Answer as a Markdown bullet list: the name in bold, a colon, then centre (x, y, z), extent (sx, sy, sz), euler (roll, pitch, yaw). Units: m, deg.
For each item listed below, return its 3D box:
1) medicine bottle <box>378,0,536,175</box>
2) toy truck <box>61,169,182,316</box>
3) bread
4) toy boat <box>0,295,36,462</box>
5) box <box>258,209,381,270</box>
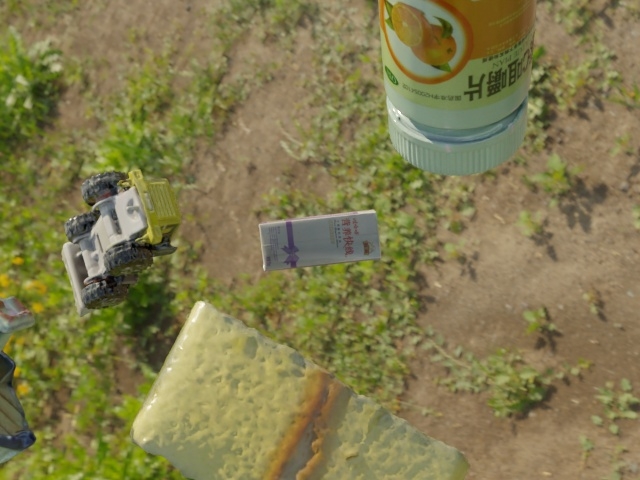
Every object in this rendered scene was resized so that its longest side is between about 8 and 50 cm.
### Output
- **medicine bottle**: centre (0.137, -0.229, 1.024), extent (0.158, 0.318, 0.158), euler (-4, 48, 5)
- **toy truck**: centre (-0.270, 0.006, 1.362), extent (0.286, 0.111, 0.136), euler (-40, 64, 55)
- **bread**: centre (-0.013, 0.162, 0.835), extent (0.142, 0.266, 0.178), euler (-62, 0, 37)
- **toy boat**: centre (-0.317, 0.065, 0.814), extent (0.262, 0.114, 0.115), euler (34, 101, 12)
- **box**: centre (0.000, 0.000, 0.997), extent (0.117, 0.036, 0.051), euler (-5, 96, 0)
